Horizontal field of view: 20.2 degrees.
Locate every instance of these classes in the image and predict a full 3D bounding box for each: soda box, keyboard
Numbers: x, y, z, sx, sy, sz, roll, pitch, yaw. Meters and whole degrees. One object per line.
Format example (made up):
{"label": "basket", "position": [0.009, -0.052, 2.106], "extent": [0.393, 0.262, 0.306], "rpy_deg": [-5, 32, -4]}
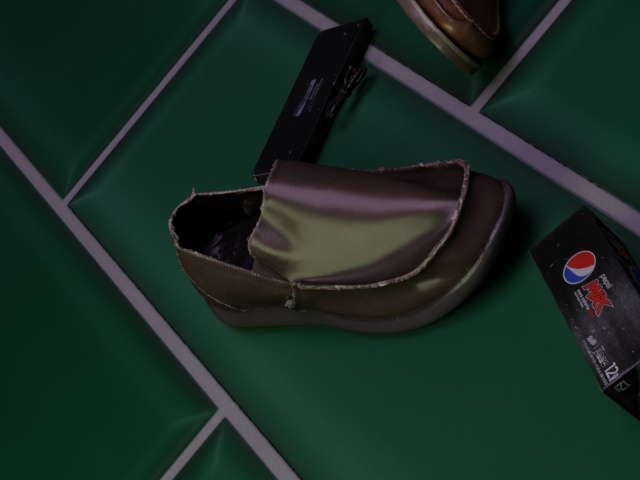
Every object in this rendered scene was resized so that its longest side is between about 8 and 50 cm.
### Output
{"label": "soda box", "position": [0.209, 0.050, 1.282], "extent": [0.060, 0.053, 0.169], "rpy_deg": [-40, 36, 15]}
{"label": "keyboard", "position": [0.002, -0.135, 1.732], "extent": [0.108, 0.023, 0.180], "rpy_deg": [-8, 53, 54]}

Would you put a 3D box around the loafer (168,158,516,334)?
{"label": "loafer", "position": [0.000, 0.000, 1.506], "extent": [0.366, 0.130, 0.134], "rpy_deg": [-13, 49, 43]}

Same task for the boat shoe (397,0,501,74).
{"label": "boat shoe", "position": [0.120, -0.272, 1.642], "extent": [0.104, 0.110, 0.307], "rpy_deg": [-38, 36, 20]}
